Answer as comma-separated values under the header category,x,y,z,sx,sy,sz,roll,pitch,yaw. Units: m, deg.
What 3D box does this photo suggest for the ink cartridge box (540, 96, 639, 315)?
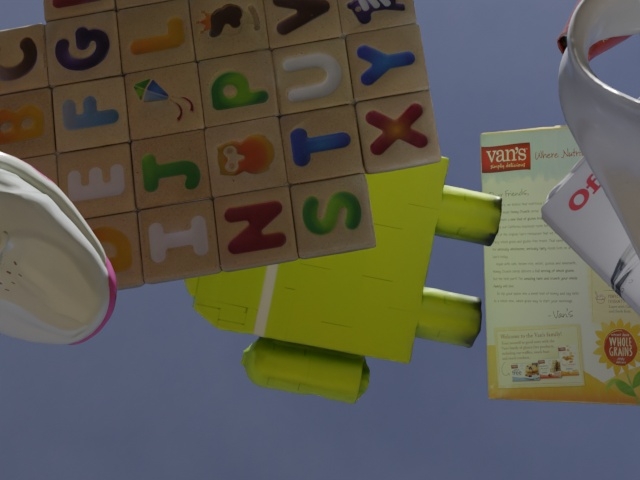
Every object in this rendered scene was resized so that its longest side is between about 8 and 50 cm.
category,x,y,z,sx,sy,sz,roll,pitch,yaw
ink cartridge box,0.271,-0.001,1.031,0.172,0.237,0.100,-47,-51,7

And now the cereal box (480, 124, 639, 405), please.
category,x,y,z,sx,sy,sz,roll,pitch,yaw
cereal box,0.223,0.020,1.465,0.047,0.173,0.240,-1,-90,-52

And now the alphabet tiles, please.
category,x,y,z,sx,sy,sz,roll,pitch,yaw
alphabet tiles,-0.091,-0.108,1.275,0.342,0.011,0.285,-9,-112,4

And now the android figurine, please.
category,x,y,z,sx,sy,sz,roll,pitch,yaw
android figurine,0.000,0.000,1.334,0.272,0.056,0.248,9,-90,-5

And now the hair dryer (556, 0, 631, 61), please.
category,x,y,z,sx,sy,sz,roll,pitch,yaw
hair dryer,0.341,-0.205,1.600,0.293,0.080,0.224,-5,-82,-35

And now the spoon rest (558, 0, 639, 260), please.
category,x,y,z,sx,sy,sz,roll,pitch,yaw
spoon rest,0.195,-0.045,0.954,0.084,0.137,0.276,-6,-131,-8

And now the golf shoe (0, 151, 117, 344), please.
category,x,y,z,sx,sy,sz,roll,pitch,yaw
golf shoe,-0.260,-0.020,1.013,0.306,0.140,0.115,35,-73,-13
